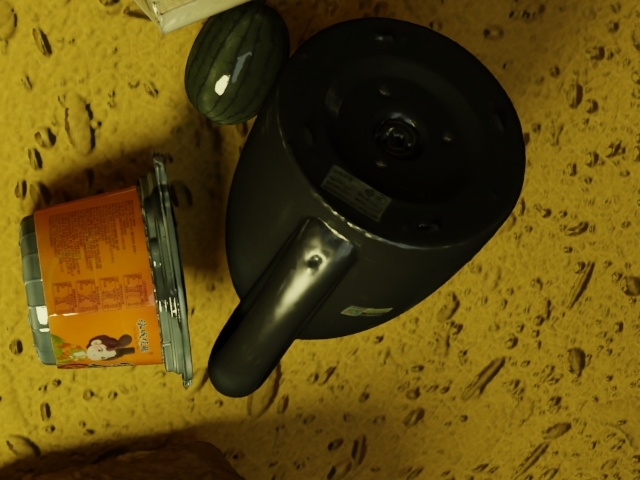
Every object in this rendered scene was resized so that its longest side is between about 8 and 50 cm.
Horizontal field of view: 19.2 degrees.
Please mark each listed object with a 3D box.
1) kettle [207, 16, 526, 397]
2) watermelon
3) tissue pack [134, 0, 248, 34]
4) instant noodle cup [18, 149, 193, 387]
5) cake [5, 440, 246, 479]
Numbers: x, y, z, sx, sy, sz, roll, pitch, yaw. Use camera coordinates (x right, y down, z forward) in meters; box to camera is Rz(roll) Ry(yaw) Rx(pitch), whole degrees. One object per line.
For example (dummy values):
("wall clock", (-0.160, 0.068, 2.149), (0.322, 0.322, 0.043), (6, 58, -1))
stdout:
("kettle", (0.000, 0.000, 1.529), (0.268, 0.207, 0.290), (-55, -178, -36))
("watermelon", (-0.066, -0.145, 1.519), (0.078, 0.078, 0.111), (12, 113, -33))
("tissue pack", (-0.050, -0.267, 1.393), (0.234, 0.159, 0.125), (-23, 128, -13))
("instant noodle cup", (-0.175, 0.033, 1.529), (0.125, 0.177, 0.208), (-9, 105, -7))
("cake", (-0.151, 0.352, 1.676), (0.255, 0.282, 0.290), (-11, 121, -29))
